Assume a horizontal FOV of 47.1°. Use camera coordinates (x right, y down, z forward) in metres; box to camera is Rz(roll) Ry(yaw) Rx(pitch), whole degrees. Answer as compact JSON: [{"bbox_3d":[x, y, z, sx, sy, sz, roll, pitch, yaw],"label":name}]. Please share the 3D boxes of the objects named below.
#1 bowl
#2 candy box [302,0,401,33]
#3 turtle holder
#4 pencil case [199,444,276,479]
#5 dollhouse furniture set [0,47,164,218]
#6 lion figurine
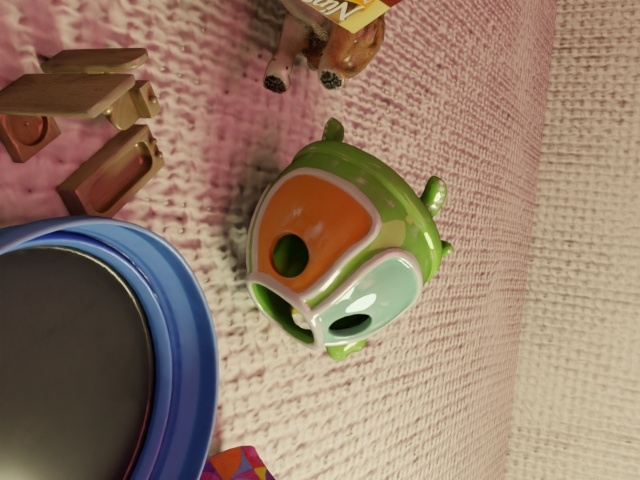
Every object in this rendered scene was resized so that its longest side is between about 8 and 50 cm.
[{"bbox_3d":[-0.236,0.169,0.639,0.391,0.077,0.391,-26,120,-56],"label":"bowl"},{"bbox_3d":[-0.016,-0.390,0.745,0.183,0.087,0.316,19,56,-45],"label":"candy box"},{"bbox_3d":[0.014,0.023,0.968,0.227,0.243,0.320,-50,179,-22],"label":"turtle holder"},{"bbox_3d":[-0.066,0.359,0.861,0.104,0.236,0.104,-26,150,-17],"label":"pencil case"},{"bbox_3d":[-0.177,-0.089,0.656,0.144,0.123,0.151,-56,141,-41],"label":"dollhouse furniture set"},{"bbox_3d":[-0.035,-0.327,0.859,0.392,0.142,0.240,59,38,-43],"label":"lion figurine"}]
